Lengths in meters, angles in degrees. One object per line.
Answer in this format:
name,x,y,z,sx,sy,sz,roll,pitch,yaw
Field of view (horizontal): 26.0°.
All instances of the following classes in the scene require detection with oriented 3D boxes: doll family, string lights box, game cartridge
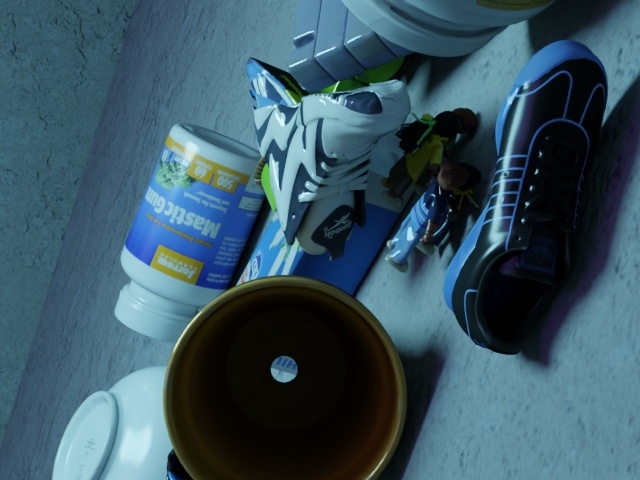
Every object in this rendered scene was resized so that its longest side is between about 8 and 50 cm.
doll family,0.102,-0.056,1.227,0.111,0.076,0.193,-52,30,35
string lights box,0.000,0.000,1.447,0.260,0.076,0.133,-61,22,28
game cartridge,0.088,-0.330,1.423,0.230,0.068,0.355,-15,51,30

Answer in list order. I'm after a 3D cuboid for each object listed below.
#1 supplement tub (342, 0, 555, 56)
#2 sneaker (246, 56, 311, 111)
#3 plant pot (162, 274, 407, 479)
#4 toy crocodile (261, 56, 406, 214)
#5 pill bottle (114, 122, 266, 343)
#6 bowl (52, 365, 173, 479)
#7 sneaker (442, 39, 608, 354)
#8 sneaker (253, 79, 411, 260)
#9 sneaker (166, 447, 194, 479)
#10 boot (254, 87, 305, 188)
supplement tub,0.147,-0.313,1.099,0.316,0.228,0.228,-47,29,50
sneaker,-0.050,-0.149,1.482,0.059,0.053,0.144,-61,35,20
plant pot,-0.031,0.129,1.250,0.188,0.205,0.205,-109,39,-87
toy crocodile,0.028,-0.165,1.520,0.341,0.105,0.115,-62,36,17
pill bottle,-0.176,-0.006,1.850,0.272,0.152,0.152,-67,18,10
bowl,-0.232,0.270,1.679,0.298,0.134,0.298,-42,33,37
sneaker,0.161,-0.027,1.012,0.090,0.081,0.232,-122,47,-65
sneaker,0.018,-0.058,1.253,0.235,0.094,0.153,-4,99,58
sneaker,-0.104,0.224,1.444,0.079,0.121,0.217,-65,19,14
boot,-0.027,-0.130,1.711,0.158,0.059,0.085,-50,23,29
